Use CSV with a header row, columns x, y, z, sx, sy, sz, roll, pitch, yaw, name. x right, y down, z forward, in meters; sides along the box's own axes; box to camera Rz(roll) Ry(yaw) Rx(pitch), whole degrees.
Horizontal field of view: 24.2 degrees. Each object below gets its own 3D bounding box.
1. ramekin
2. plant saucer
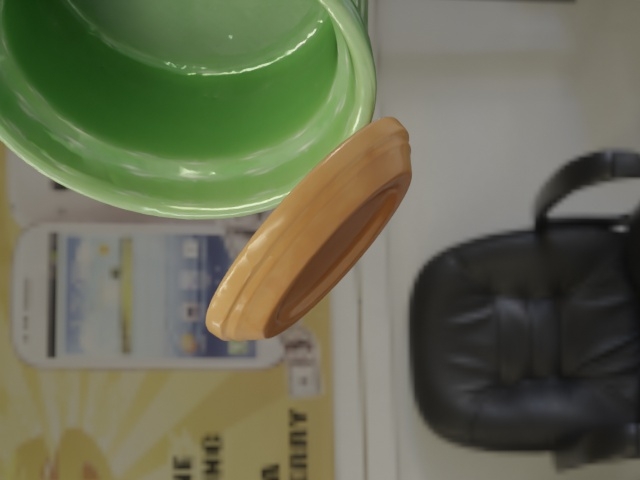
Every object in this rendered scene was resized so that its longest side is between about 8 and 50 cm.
x,y,z,sx,sy,sz,roll,pitch,yaw,name
-0.104,-0.167,1.098,0.303,0.303,0.148,102,176,-51,ramekin
0.000,0.000,1.054,0.037,0.200,0.200,42,156,11,plant saucer
